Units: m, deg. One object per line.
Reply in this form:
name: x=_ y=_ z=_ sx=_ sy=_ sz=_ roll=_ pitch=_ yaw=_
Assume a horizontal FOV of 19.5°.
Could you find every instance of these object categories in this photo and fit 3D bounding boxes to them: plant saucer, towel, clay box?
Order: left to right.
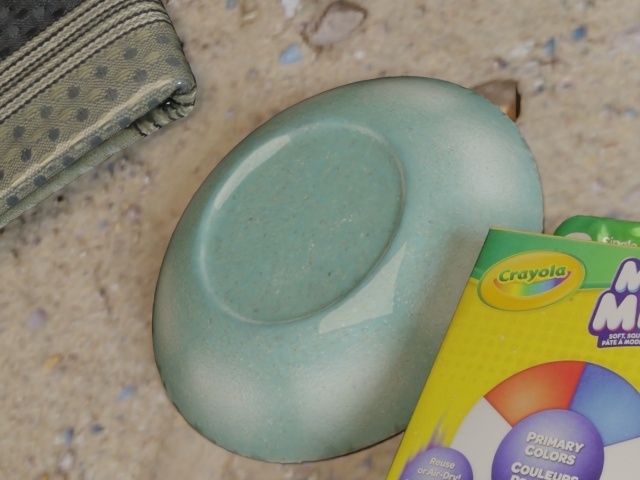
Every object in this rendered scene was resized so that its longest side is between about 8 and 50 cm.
towel: x=-0.238 y=-0.083 z=1.018 sx=0.324 sy=0.056 sz=0.312 roll=-34 pitch=50 yaw=7
plant saucer: x=0.000 y=0.000 z=0.802 sx=0.195 sy=0.037 sz=0.195 roll=-17 pitch=52 yaw=23
clay box: x=0.094 y=0.081 z=0.671 sx=0.127 sy=0.053 sz=0.222 roll=8 pitch=66 yaw=37
